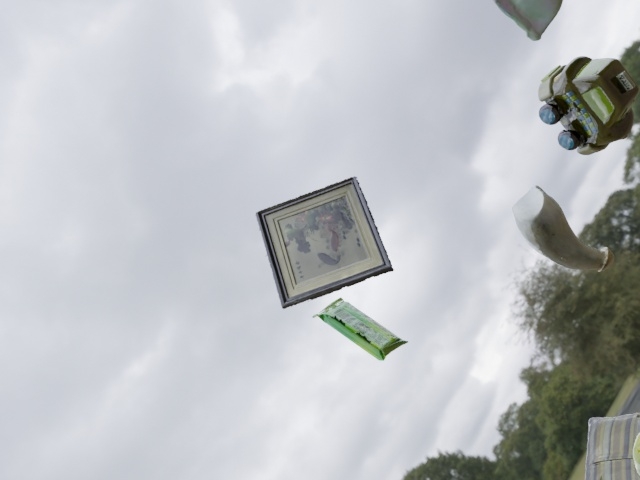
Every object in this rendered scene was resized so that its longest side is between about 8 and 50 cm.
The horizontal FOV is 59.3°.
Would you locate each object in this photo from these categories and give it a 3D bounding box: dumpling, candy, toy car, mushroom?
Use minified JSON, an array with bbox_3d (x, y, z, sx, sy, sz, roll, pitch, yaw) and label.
[{"bbox_3d":[0.323,-0.427,0.922,0.105,0.149,0.216,59,-145,-70],"label":"dumpling"},{"bbox_3d":[0.081,0.178,1.141,0.102,0.178,0.032,-18,-48,-53],"label":"candy"},{"bbox_3d":[0.705,-0.358,1.434,0.204,0.248,0.198,-41,6,-25],"label":"toy car"},{"bbox_3d":[0.562,-0.004,1.319,0.118,0.270,0.103,-44,16,29],"label":"mushroom"}]

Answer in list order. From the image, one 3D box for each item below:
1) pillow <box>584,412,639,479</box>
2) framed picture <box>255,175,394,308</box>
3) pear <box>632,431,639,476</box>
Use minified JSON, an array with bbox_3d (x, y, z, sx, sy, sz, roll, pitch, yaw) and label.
[{"bbox_3d":[0.511,0.359,0.886,0.212,0.052,0.208,-33,24,48],"label":"pillow"},{"bbox_3d":[0.000,0.000,0.966,0.199,0.195,0.010,-20,-27,3],"label":"framed picture"},{"bbox_3d":[0.434,0.278,0.697,0.092,0.092,0.097,-34,-49,-38],"label":"pear"}]
